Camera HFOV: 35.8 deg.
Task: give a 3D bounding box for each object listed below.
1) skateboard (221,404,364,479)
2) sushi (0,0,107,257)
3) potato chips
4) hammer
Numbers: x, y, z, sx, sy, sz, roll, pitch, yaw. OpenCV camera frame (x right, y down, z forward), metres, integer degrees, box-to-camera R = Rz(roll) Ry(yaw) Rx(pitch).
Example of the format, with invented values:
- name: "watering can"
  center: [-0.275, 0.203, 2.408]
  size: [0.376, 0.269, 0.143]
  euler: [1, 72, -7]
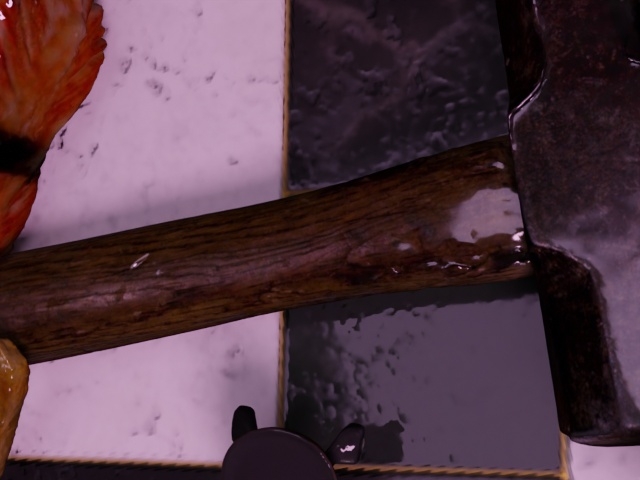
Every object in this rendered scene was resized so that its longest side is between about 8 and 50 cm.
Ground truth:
- name: "skateboard"
  center: [-0.022, 0.159, 0.471]
  size: [0.067, 0.080, 0.151]
  euler: [6, 100, 12]
- name: "sushi"
  center: [-0.223, -0.070, 0.563]
  size: [0.130, 0.124, 0.332]
  euler: [27, 92, 13]
- name: "potato chips"
  center: [-0.195, 0.146, 0.552]
  size: [0.026, 0.037, 0.204]
  euler: [24, 103, 9]
- name: "hammer"
  center: [0.000, 0.000, 0.509]
  size: [0.408, 0.095, 0.242]
  euler: [-12, 77, 22]
